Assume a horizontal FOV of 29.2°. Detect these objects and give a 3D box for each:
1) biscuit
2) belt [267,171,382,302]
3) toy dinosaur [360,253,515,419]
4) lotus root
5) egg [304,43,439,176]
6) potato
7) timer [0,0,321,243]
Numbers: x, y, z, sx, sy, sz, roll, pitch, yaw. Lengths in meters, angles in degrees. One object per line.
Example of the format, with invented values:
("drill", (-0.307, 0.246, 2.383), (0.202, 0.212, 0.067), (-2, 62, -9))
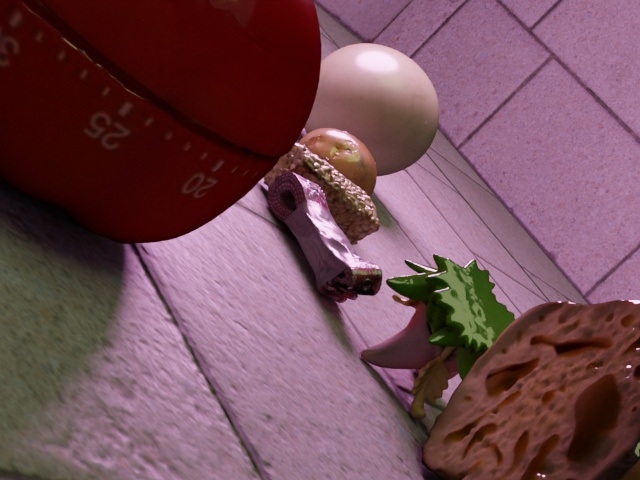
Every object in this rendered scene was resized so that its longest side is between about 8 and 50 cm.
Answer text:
("biscuit", (0.004, -0.060, 1.603), (0.168, 0.082, 0.070), (36, 30, -33))
("belt", (0.000, 0.000, 1.461), (0.053, 0.071, 0.232), (26, 19, -38))
("toy dinosaur", (0.123, 0.103, 1.390), (0.194, 0.177, 0.152), (-25, 73, -45))
("lotus root", (0.248, 0.232, 1.177), (0.250, 0.316, 0.316), (54, 8, -25))
("egg", (0.081, -0.212, 2.019), (0.219, 0.219, 0.269), (53, 15, 32))
("potato", (0.019, -0.099, 1.714), (0.118, 0.109, 0.178), (54, 1, 12))
("timer", (-0.177, -0.188, 1.018), (0.378, 0.279, 0.378), (40, 15, -13))
